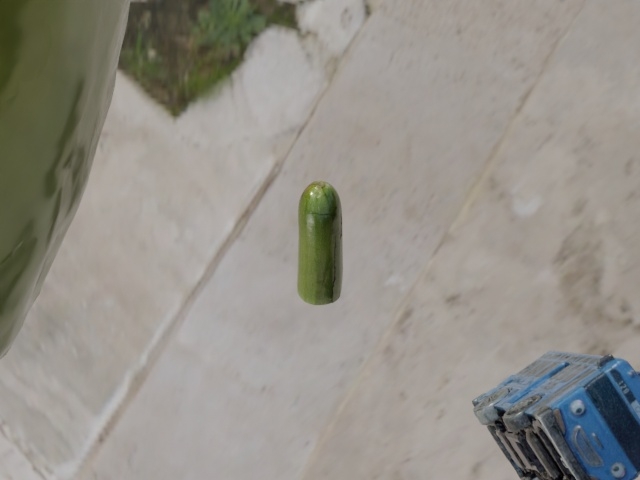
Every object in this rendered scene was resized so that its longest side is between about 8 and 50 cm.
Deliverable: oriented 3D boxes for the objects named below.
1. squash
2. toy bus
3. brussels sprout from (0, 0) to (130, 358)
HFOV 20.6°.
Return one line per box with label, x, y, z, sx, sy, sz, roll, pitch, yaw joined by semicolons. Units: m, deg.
squash;0.000;0.000;1.026;0.027;0.083;0.027;0;43;0
toy bus;0.246;0.177;1.710;0.134;0.234;0.116;-32;94;-10
brussels sprout;-0.169;-0.100;0.508;0.247;0.328;0.328;-1;78;-17
